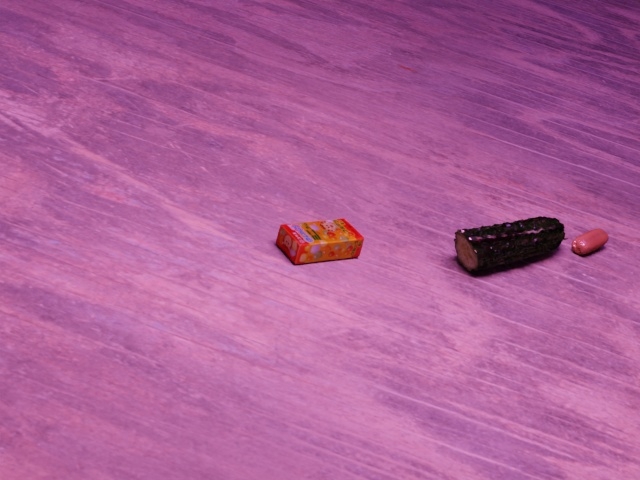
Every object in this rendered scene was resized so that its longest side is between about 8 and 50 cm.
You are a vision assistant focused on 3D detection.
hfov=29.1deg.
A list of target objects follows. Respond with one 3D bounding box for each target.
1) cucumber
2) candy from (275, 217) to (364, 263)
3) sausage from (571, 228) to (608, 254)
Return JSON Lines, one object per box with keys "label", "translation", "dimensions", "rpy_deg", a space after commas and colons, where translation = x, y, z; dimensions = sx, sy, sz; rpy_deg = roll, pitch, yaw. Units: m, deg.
{"label": "cucumber", "translation": [0.315, -0.001, 1.995], "dimensions": [0.265, 0.077, 0.077], "rpy_deg": [-11, 39, -38]}
{"label": "candy", "translation": [0.000, 0.000, 1.871], "dimensions": [0.122, 0.038, 0.062], "rpy_deg": [-6, 35, -34]}
{"label": "sausage", "translation": [0.460, 0.002, 2.105], "dimensions": [0.034, 0.034, 0.083], "rpy_deg": [35, 35, 30]}
